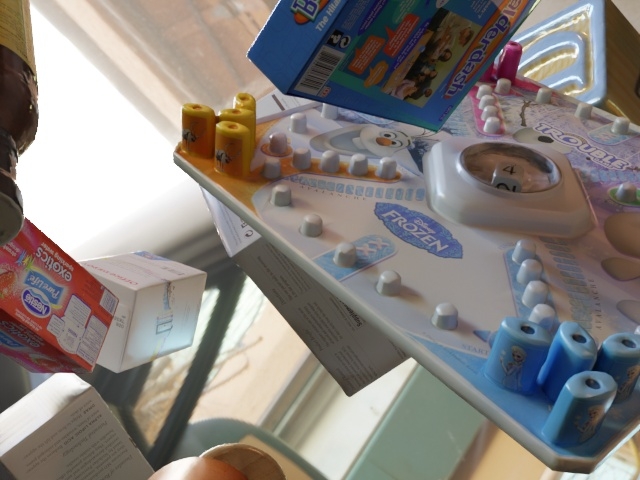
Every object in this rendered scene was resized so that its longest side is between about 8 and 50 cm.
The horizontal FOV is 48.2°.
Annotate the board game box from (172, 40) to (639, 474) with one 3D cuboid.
[{"bbox_3d":[0.148,-0.057,0.560,0.390,0.390,0.050,37,-43,36],"label":"board game box"}]

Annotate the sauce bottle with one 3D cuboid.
[{"bbox_3d":[-0.300,-0.138,0.616,0.111,0.111,0.344,57,6,-51],"label":"sauce bottle"}]

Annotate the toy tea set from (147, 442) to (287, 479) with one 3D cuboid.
[{"bbox_3d":[-0.051,0.285,0.391,0.200,0.336,0.124,13,-6,-4],"label":"toy tea set"}]

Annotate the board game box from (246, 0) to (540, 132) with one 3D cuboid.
[{"bbox_3d":[0.069,-0.160,0.491,0.047,0.160,0.210,49,25,25],"label":"board game box"}]

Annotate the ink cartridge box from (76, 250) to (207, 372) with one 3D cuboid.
[{"bbox_3d":[-0.369,0.131,1.406,0.171,0.168,0.232,18,12,23],"label":"ink cartridge box"}]

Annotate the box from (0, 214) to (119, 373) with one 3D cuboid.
[{"bbox_3d":[-0.416,0.074,0.992,0.122,0.128,0.257,-5,-36,23],"label":"box"}]

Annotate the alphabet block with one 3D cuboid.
[{"bbox_3d":[0.346,-0.170,0.958,0.197,0.193,0.192,32,-33,-32],"label":"alphabet block"}]

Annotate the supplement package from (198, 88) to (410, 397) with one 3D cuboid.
[{"bbox_3d":[0.000,0.000,0.771,0.262,0.145,0.204,56,1,-42],"label":"supplement package"}]

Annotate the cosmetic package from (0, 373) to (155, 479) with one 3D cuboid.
[{"bbox_3d":[-0.369,0.315,1.056,0.151,0.151,0.184,7,-50,57],"label":"cosmetic package"}]
